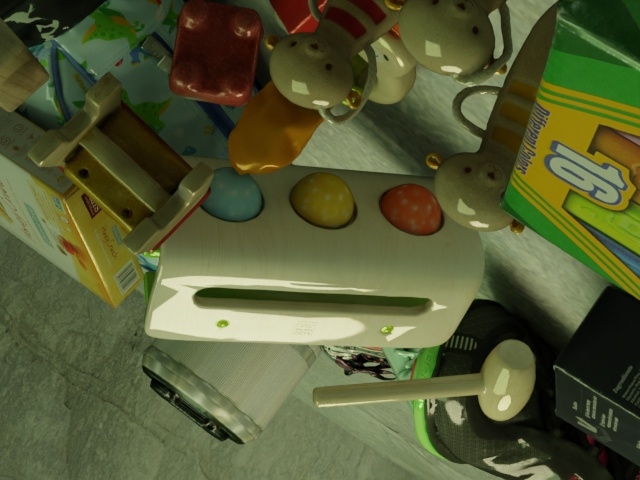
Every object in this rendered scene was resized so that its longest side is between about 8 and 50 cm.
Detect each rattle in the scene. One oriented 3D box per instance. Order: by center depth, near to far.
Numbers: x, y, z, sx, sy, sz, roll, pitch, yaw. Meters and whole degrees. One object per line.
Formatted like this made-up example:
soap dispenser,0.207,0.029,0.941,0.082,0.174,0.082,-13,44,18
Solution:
rattle,0.001,-0.121,0.805,0.130,0.143,0.200,62,166,-17

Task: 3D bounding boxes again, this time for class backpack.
backpack,-0.188,-0.136,1.071,0.290,0.273,0.355,14,167,44

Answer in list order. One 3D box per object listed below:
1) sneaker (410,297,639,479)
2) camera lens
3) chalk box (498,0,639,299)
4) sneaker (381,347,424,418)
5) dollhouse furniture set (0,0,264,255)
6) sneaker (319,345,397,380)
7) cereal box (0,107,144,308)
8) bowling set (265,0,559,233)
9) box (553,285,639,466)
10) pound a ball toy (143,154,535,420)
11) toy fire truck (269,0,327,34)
sneaker,0.273,0.210,1.213,0.202,0.185,0.483,0,150,48
camera lens,-0.125,0.161,1.777,0.219,0.274,0.219,35,167,9
chalk box,0.237,-0.030,0.402,0.289,0.180,0.179,33,167,13
sneaker,0.120,0.140,1.349,0.256,0.094,0.151,51,173,47
dollhouse furniture set,-0.188,-0.187,0.807,0.374,0.201,0.152,44,176,-4
sneaker,0.075,0.144,1.560,0.299,0.112,0.121,28,164,32
cereal box,-0.270,-0.055,1.004,0.240,0.047,0.173,31,155,25
bowling set,0.032,-0.151,0.568,0.287,0.154,0.200,35,167,9
box,0.295,0.139,1.006,0.158,0.093,0.156,31,166,22
pound a ball toy,0.019,0.029,0.940,0.319,0.208,0.135,4,135,-18
toy fire truck,-0.071,-0.225,0.734,0.135,0.047,0.192,-10,-112,-52
